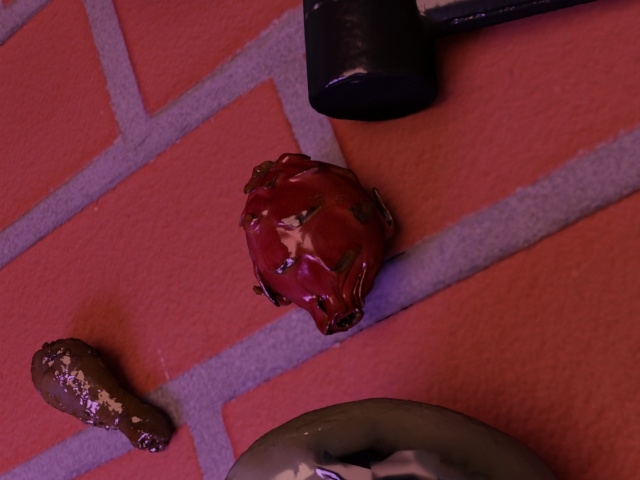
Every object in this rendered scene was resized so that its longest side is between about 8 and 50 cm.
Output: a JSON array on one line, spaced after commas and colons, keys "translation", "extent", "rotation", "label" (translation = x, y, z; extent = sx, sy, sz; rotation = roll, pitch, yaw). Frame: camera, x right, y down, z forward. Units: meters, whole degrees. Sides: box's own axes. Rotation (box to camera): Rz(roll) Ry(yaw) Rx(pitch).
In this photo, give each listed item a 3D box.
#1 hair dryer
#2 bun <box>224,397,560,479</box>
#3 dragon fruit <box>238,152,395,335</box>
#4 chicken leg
[{"translation": [0.126, -0.249, 0.737], "extent": [0.303, 0.116, 0.244], "rotation": [-7, 79, 21], "label": "hair dryer"}, {"translation": [0.065, 0.240, 0.653], "extent": [0.283, 0.179, 0.283], "rotation": [3, 99, 16], "label": "bun"}, {"translation": [0.000, 0.000, 0.760], "extent": [0.136, 0.133, 0.166], "rotation": [110, 141, -59], "label": "dragon fruit"}, {"translation": [-0.235, 0.164, 0.924], "extent": [0.198, 0.069, 0.085], "rotation": [27, 100, 27], "label": "chicken leg"}]
